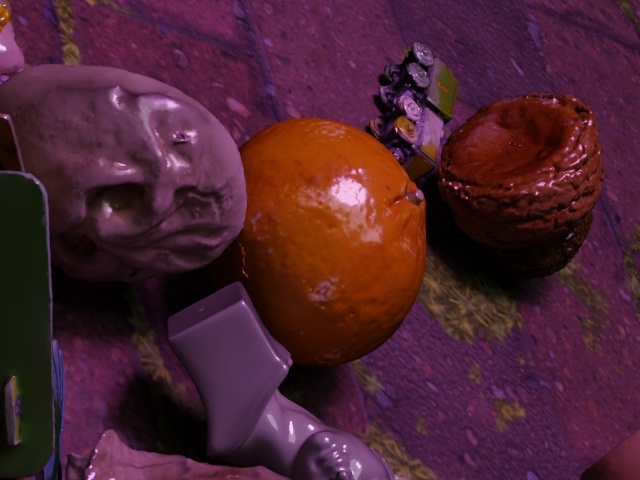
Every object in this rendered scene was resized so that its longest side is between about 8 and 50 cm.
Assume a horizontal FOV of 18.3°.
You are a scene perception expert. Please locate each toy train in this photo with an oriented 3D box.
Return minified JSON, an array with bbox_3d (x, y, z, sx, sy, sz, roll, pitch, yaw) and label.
[{"bbox_3d":[0.100,-0.132,2.117,0.081,0.060,0.202,40,35,-20],"label":"toy train"}]

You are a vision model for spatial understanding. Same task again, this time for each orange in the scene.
[{"bbox_3d":[-0.002,0.002,1.732,0.219,0.193,0.219,-6,97,-63],"label":"orange"}]

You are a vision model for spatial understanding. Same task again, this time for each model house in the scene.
[{"bbox_3d":[-0.319,0.077,1.394,0.300,0.340,0.323,0,15,-1],"label":"model house"}]

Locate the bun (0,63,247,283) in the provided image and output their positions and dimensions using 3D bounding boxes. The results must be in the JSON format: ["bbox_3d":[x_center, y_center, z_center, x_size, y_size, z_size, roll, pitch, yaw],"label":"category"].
[{"bbox_3d":[-0.172,-0.039,1.597,0.231,0.231,0.133,31,55,-22],"label":"bun"}]

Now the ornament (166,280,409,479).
[{"bbox_3d":[-0.026,0.166,1.607,0.285,0.120,0.130,50,7,4],"label":"ornament"}]

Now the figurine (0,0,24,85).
[{"bbox_3d":[-0.304,-0.155,1.682,0.115,0.095,0.156,-14,77,-23],"label":"figurine"}]

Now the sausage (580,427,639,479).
[{"bbox_3d":[0.368,0.295,1.903,0.123,0.123,0.253,-16,66,-53],"label":"sausage"}]

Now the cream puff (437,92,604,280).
[{"bbox_3d":[0.222,-0.042,2.064,0.183,0.183,0.169,-83,155,-49],"label":"cream puff"}]

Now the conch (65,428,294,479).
[{"bbox_3d":[-0.045,0.257,1.428,0.263,0.186,0.324,-9,69,-60],"label":"conch"}]
